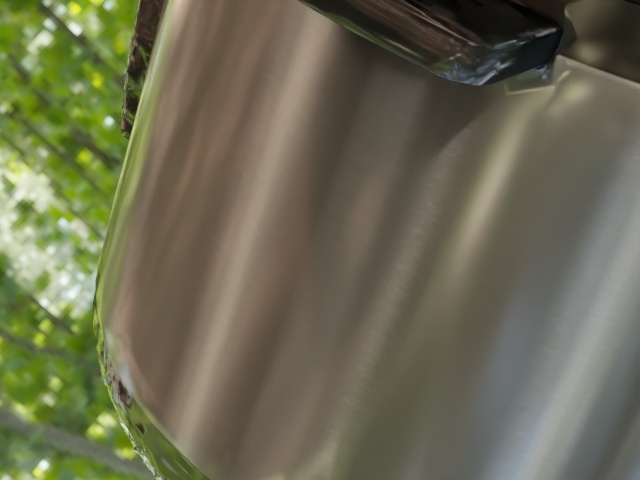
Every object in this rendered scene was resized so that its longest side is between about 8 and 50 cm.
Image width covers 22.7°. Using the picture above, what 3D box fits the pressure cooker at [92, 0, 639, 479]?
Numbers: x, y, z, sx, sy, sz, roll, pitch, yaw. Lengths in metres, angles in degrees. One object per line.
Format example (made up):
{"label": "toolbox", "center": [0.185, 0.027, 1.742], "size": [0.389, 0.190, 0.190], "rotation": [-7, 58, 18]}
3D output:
{"label": "pressure cooker", "center": [0.114, -0.082, 0.706], "size": [0.370, 0.376, 0.420], "rotation": [-106, -151, -54]}
